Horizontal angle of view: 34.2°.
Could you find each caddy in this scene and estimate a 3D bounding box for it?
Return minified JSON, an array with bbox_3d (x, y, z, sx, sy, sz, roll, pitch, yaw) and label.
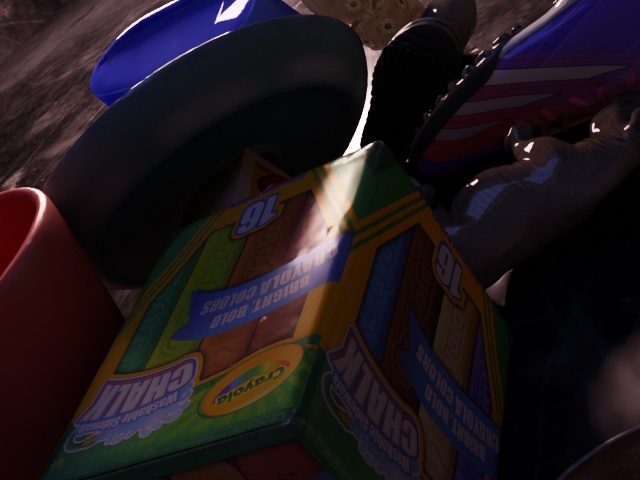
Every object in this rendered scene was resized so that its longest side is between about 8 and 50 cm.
[{"bbox_3d":[-0.111,-0.126,1.117,0.341,0.179,0.241,-13,55,41],"label":"caddy"}]

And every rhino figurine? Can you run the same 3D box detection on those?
[{"bbox_3d":[0.162,-0.040,0.752,0.243,0.073,0.106,-33,22,4],"label":"rhino figurine"}]

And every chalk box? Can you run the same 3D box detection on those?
[{"bbox_3d":[-0.018,0.116,0.586,0.180,0.179,0.289,-21,29,29],"label":"chalk box"}]

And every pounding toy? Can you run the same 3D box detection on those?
[{"bbox_3d":[-0.015,0.003,0.782,0.100,0.141,0.130,-46,23,29],"label":"pounding toy"}]

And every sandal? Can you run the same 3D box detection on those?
[{"bbox_3d":[0.072,-0.234,1.086,0.079,0.240,0.088,46,106,26],"label":"sandal"}]

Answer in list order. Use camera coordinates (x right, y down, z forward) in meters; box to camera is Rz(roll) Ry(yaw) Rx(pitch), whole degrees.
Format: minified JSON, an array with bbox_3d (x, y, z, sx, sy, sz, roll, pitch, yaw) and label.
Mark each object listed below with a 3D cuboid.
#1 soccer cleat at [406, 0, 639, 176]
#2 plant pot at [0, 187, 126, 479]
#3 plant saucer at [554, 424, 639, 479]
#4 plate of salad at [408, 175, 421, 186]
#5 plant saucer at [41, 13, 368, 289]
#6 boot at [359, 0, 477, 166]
[{"bbox_3d":[0.204,-0.136,0.840,0.318,0.116,0.109,-42,-4,28],"label":"soccer cleat"},{"bbox_3d":[-0.221,0.139,0.723,0.275,0.243,0.275,-29,27,16],"label":"plant pot"},{"bbox_3d":[0.170,0.157,0.453,0.199,0.036,0.198,-27,27,15],"label":"plant saucer"},{"bbox_3d":[0.000,0.000,0.910,0.200,0.048,0.199,-28,28,16],"label":"plate of salad"},{"bbox_3d":[-0.082,-0.054,0.852,0.318,0.043,0.317,-33,-18,-12],"label":"plant saucer"},{"bbox_3d":[0.112,-0.186,0.995,0.208,0.076,0.189,-54,-4,-38],"label":"boot"}]
